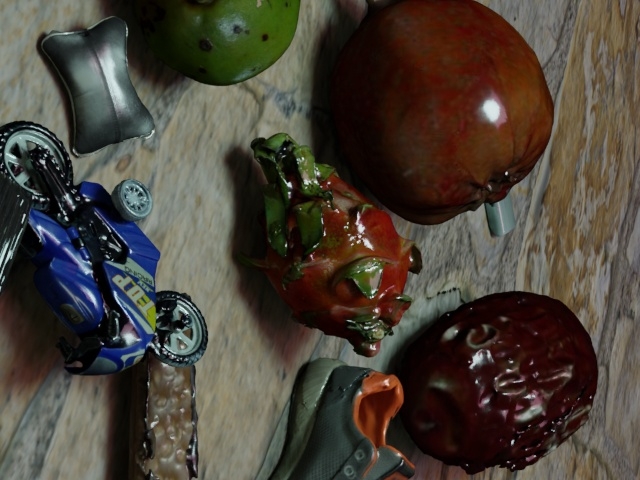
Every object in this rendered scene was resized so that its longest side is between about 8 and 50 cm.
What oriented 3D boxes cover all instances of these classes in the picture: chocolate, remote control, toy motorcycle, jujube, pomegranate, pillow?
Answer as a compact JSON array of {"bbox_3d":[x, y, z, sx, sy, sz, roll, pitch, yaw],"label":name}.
[{"bbox_3d":[-0.176,0.219,1.315,0.102,0.065,0.329,13,75,-64],"label":"chocolate"},{"bbox_3d":[0.295,-0.094,2.052,0.065,0.029,0.166,-26,108,-52],"label":"remote control"},{"bbox_3d":[-0.233,0.024,1.186,0.315,0.113,0.169,51,39,-15],"label":"toy motorcycle"},{"bbox_3d":[0.269,0.208,1.816,0.377,0.258,0.258,-7,93,-60],"label":"jujube"},{"bbox_3d":[-0.110,-0.275,1.379,0.248,0.202,0.202,-65,146,-81],"label":"pomegranate"},{"bbox_3d":[-0.230,-0.161,1.283,0.091,0.055,0.136,-30,109,-50],"label":"pillow"}]

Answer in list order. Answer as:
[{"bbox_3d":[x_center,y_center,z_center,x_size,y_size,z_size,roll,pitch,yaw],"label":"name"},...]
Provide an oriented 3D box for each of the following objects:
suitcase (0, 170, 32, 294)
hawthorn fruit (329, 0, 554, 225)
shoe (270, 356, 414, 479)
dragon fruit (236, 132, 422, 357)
[{"bbox_3d":[-0.381,0.057,0.959,0.229,0.152,0.335,43,52,-46],"label":"suitcase"},{"bbox_3d":[0.154,-0.181,1.660,0.308,0.325,0.308,-26,142,-23],"label":"hawthorn fruit"},{"bbox_3d":[0.034,0.301,1.513,0.132,0.171,0.336,48,49,-42],"label":"shoe"},{"bbox_3d":[0.004,0.006,1.482,0.269,0.198,0.200,60,-1,-36],"label":"dragon fruit"}]
